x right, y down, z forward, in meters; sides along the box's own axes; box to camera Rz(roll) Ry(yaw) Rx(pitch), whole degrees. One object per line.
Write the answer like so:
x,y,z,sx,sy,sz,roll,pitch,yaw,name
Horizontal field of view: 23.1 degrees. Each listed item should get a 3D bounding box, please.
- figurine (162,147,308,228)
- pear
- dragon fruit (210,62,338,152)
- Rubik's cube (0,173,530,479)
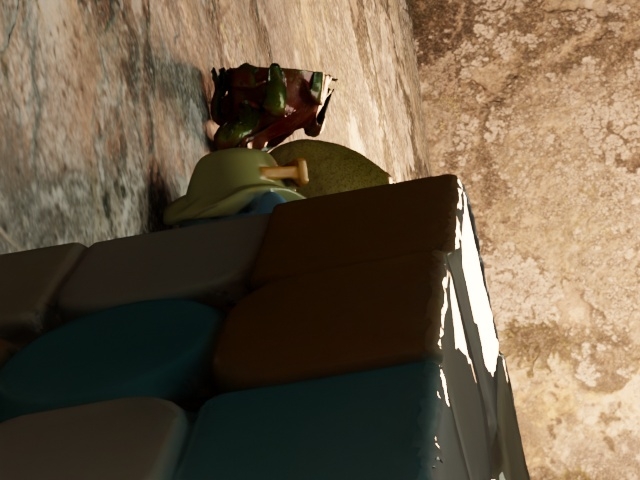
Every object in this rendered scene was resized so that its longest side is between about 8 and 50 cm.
-0.073,0.043,1.450,0.180,0.154,0.262,-93,-173,-74,figurine
0.000,0.000,1.659,0.211,0.188,0.228,-57,143,-70,pear
-0.064,-0.145,1.710,0.175,0.142,0.138,-63,-165,-18,dragon fruit
-0.062,0.202,0.796,0.346,0.344,0.347,-71,150,-66,Rubik's cube
